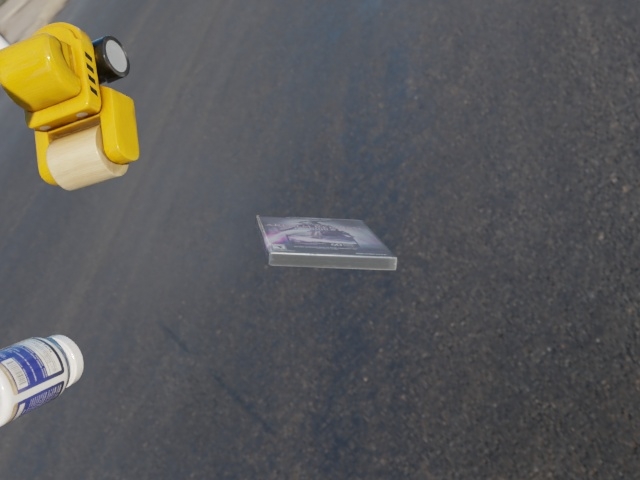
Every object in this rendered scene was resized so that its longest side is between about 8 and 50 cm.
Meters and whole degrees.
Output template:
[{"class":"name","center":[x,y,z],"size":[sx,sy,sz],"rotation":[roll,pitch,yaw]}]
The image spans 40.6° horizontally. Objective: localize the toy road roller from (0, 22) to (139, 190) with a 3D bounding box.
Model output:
[{"class":"toy road roller","center":[-0.530,-0.284,1.773],"size":[0.203,0.241,0.329],"rotation":[-15,79,21]}]

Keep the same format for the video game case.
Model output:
[{"class":"video game case","center":[0.000,0.000,1.424],"size":[0.196,0.026,0.274],"rotation":[2,14,-9]}]

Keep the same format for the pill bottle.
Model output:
[{"class":"pill bottle","center":[-0.653,0.300,1.900],"size":[0.153,0.153,0.265],"rotation":[-28,-3,25]}]
